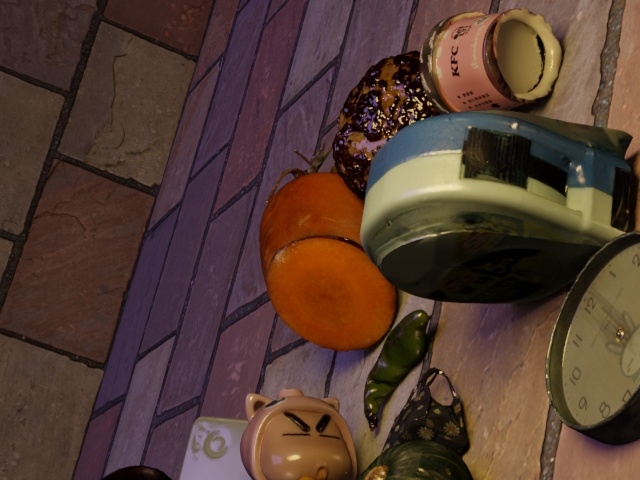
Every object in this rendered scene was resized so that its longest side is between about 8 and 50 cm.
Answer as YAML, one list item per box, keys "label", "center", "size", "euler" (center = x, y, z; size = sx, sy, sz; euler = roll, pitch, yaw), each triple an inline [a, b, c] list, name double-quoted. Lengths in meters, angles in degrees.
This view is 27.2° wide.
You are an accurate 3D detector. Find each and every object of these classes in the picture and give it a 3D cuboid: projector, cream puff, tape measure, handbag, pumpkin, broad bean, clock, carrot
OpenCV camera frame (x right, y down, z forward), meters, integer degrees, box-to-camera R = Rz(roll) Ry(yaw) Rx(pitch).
- label: "projector"
  center: [-0.112, 0.394, 1.912]
  size: [0.192, 0.099, 0.256]
  euler: [1, 62, 24]
- label: "cream puff"
  center: [0.115, -0.162, 1.918]
  size: [0.239, 0.165, 0.239]
  euler: [-58, 18, 31]
- label: "tape measure"
  center: [0.180, -0.028, 1.457]
  size: [0.259, 0.262, 0.138]
  euler: [135, 142, -56]
- label: "handbag"
  center: [0.125, 0.213, 1.618]
  size: [0.139, 0.072, 0.115]
  euler: [-82, 18, -46]
- label: "pumpkin"
  center: [0.099, 0.305, 1.499]
  size: [0.167, 0.125, 0.167]
  euler: [-32, 28, 20]
- label: "broad bean"
  center: [0.101, 0.164, 1.781]
  size: [0.195, 0.046, 0.061]
  euler: [-66, 29, 23]
- label: "clock"
  center: [0.296, 0.093, 1.304]
  size: [0.215, 0.042, 0.215]
  euler: [-56, 22, 36]
- label: "carrot"
  center: [0.000, 0.000, 2.003]
  size: [0.193, 0.214, 0.331]
  euler: [-58, 17, 30]

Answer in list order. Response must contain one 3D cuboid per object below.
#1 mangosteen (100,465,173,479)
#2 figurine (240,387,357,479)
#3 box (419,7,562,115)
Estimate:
- label: "mangosteen"
  center: [-0.305, 0.505, 2.349]
  size: [0.265, 0.228, 0.228]
  euler: [-13, -44, -60]
- label: "figurine"
  center: [-0.023, 0.339, 1.761]
  size: [0.186, 0.176, 0.287]
  euler: [-25, 54, 59]
- label: "box"
  center: [0.227, -0.229, 1.716]
  size: [0.135, 0.151, 0.151]
  euler: [-3, 67, 60]
